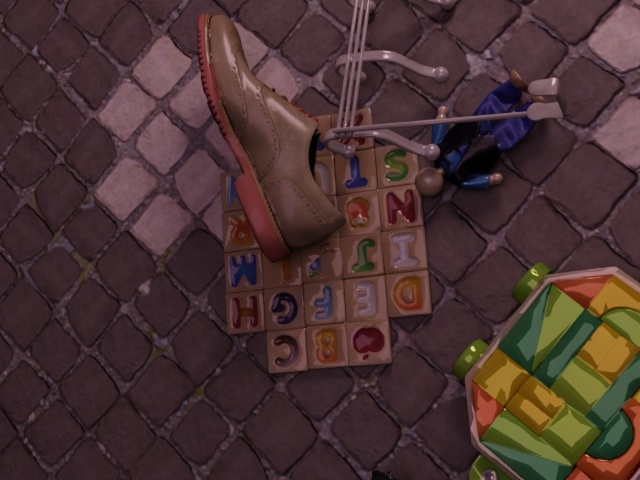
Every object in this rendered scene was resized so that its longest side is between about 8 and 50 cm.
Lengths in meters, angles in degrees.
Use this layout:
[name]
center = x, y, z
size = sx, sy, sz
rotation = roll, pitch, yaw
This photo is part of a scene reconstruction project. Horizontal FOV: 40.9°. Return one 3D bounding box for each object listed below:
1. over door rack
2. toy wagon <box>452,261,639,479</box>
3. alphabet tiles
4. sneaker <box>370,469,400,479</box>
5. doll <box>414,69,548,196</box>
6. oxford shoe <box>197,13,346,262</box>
[over door rack]
center = 0.162, -0.229, 1.043
size = 0.324, 0.108, 0.240
rotation = -6, 68, 39
[toy wagon]
center = 0.281, 0.202, 0.994
size = 0.267, 0.068, 0.344
rotation = 39, 95, 20
[alphabet tiles]
center = 0.000, 0.000, 1.150
size = 0.285, 0.011, 0.343
rotation = -7, 80, 17
[sneaker]
center = 0.100, 0.349, 0.980
size = 0.330, 0.130, 0.147
rotation = -5, 109, 18
[doll]
center = 0.193, -0.127, 1.084
size = 0.189, 0.046, 0.129
rotation = -44, 71, 12
[oxford shoe]
center = -0.067, -0.152, 1.138
size = 0.130, 0.123, 0.348
rotation = -21, 84, 6
